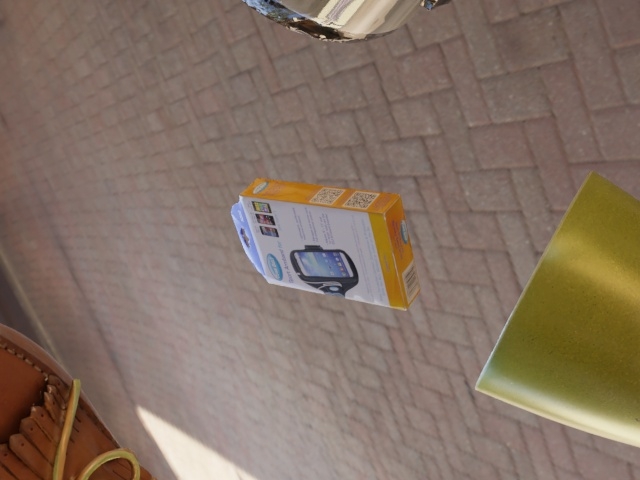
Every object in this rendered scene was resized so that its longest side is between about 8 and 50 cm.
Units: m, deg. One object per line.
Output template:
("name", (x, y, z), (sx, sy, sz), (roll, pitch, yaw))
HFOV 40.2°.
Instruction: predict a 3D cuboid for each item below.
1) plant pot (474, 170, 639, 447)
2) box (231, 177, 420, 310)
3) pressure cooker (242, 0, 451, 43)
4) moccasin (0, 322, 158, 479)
("plant pot", (0.360, 0.112, 0.938), (0.293, 0.275, 0.275), (28, 146, 15))
("box", (0.000, 0.000, 0.618), (0.136, 0.028, 0.081), (11, 131, 34))
("pressure cooker", (0.067, -0.466, 0.938), (0.420, 0.375, 0.370), (-42, 67, 44))
("moccasin", (-0.170, 0.183, 0.566), (0.147, 0.139, 0.380), (20, 142, 41))
